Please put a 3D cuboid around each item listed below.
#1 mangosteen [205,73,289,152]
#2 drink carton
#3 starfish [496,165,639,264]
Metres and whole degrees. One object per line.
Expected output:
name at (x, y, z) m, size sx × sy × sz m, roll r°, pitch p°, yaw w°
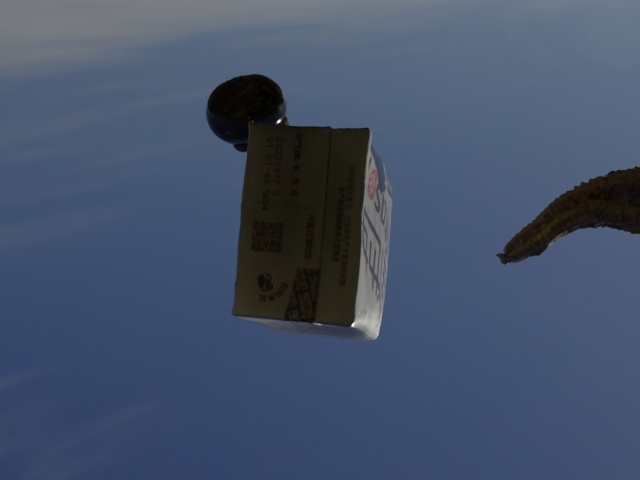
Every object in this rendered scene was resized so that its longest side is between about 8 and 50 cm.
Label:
mangosteen at (-0.111, -0.194, 2.108) m, size 0.140 × 0.140 × 0.140 m, roll -4°, pitch -163°, yaw 1°
drink carton at (0.000, 0.000, 1.396) m, size 0.132 × 0.194 × 0.324 m, roll 3°, pitch 174°, yaw 7°
starfish at (0.415, -0.078, 1.432) m, size 0.132 × 0.384 × 0.398 m, roll -5°, pitch -153°, yaw -42°
